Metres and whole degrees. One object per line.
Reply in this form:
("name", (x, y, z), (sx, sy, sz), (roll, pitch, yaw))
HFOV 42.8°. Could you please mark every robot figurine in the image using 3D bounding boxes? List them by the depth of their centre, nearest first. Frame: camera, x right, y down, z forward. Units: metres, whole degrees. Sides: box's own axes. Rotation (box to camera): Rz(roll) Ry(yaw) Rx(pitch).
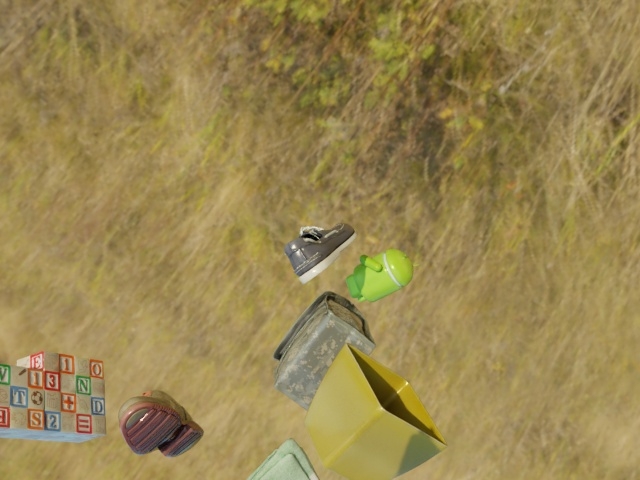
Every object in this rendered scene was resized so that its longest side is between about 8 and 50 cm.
("robot figurine", (0.100, 0.057, 1.321), (0.115, 0.067, 0.101), (-29, 146, 21))

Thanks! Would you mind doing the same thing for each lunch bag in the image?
("lunch bag", (0.001, 0.264, 2.038), (0.169, 0.235, 0.287), (37, -173, -8))

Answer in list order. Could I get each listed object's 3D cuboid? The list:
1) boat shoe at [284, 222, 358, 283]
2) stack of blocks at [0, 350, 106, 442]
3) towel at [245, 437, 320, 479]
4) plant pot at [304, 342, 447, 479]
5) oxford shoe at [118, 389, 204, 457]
("boat shoe", (0.000, 0.000, 1.198), (0.065, 0.075, 0.206), (51, -158, -3))
("stack of blocks", (-0.597, 0.328, 1.729), (0.087, 0.171, 0.297), (-21, 156, 27))
("towel", (0.002, 0.383, 0.761), (0.325, 0.248, 0.038), (52, 135, -5))
("plant pot", (0.093, 0.376, 1.667), (0.212, 0.187, 0.212), (35, -166, -33))
("oxford shoe", (-0.374, 0.389, 1.796), (0.130, 0.123, 0.348), (47, 171, 24))
